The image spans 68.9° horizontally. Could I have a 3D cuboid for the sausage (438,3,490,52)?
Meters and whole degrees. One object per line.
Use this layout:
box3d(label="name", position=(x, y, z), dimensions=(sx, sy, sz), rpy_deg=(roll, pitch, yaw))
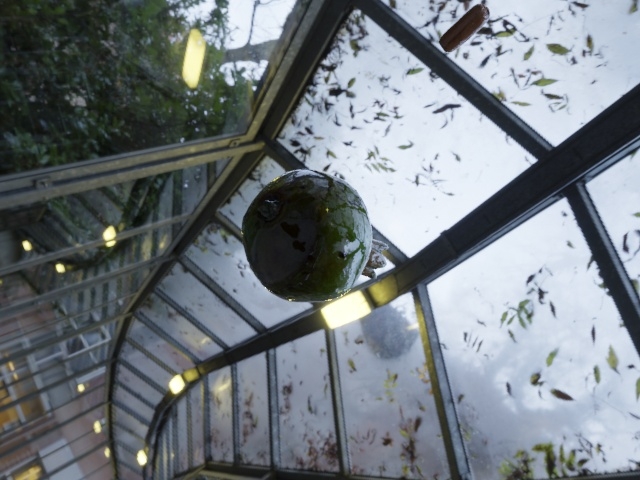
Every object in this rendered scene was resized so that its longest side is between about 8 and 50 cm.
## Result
box3d(label="sausage", position=(0.217, -0.320, 0.705), dimensions=(0.083, 0.034, 0.034), rpy_deg=(-35, -100, 45))

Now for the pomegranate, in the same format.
box3d(label="pomegranate", position=(0.000, 0.000, 0.563), dimensions=(0.159, 0.205, 0.160), rpy_deg=(-23, -122, 41))
